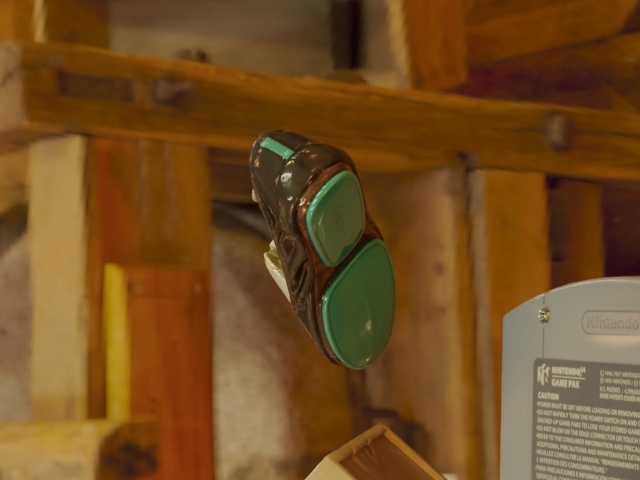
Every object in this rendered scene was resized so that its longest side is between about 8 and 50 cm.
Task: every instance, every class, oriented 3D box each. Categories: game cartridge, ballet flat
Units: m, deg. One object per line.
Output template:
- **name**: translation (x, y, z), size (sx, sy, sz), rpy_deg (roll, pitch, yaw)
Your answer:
- **game cartridge**: translation (0.229, 0.125, 1.230), size (0.297, 0.062, 0.198), rpy_deg (-2, 82, 63)
- **ballet flat**: translation (0.000, 0.000, 1.376), size (0.096, 0.280, 0.095), rpy_deg (36, 67, 28)

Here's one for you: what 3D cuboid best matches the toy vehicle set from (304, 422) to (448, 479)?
- **toy vehicle set**: translation (0.108, 0.210, 0.957), size (0.267, 0.166, 0.035), rpy_deg (41, 98, 10)
